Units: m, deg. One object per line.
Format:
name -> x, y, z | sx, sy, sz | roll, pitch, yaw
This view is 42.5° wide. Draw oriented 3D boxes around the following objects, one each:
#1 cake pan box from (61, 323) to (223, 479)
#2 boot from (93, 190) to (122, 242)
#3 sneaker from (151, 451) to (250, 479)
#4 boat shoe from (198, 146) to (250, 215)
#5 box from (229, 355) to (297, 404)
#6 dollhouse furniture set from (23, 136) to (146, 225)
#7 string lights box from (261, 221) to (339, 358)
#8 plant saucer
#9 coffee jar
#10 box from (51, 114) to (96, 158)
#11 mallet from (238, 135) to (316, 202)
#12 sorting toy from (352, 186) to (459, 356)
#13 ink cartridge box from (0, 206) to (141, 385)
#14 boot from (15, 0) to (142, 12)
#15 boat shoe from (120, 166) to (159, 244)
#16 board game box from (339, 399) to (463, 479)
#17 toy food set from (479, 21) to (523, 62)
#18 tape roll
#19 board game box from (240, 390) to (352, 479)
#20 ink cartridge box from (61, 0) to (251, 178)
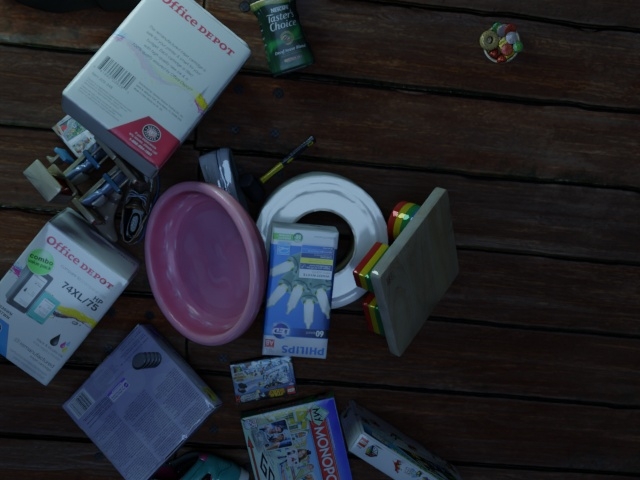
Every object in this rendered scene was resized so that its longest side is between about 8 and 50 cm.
cake pan box -> -0.381, 0.353, 1.747 | 0.245, 0.070, 0.267 | 44, 94, 12
boot -> -0.436, -0.066, 1.700 | 0.118, 0.042, 0.087 | 48, 111, 15
sneaker -> -0.311, 0.579, 1.799 | 0.178, 0.124, 0.296 | 39, 88, -14
boat shoe -> -0.199, -0.078, 1.722 | 0.075, 0.083, 0.227 | -12, 90, 10
box -> -0.125, 0.304, 1.813 | 0.136, 0.027, 0.094 | -9, 99, -2
dollhouse furniture set -> -0.445, -0.118, 1.583 | 0.129, 0.183, 0.129 | -42, 86, 4
string lights box -> -0.043, 0.099, 1.656 | 0.133, 0.077, 0.260 | 4, 100, -6
plant saucer -> -0.222, 0.042, 1.657 | 0.332, 0.084, 0.333 | 10, 106, 38
coffee jar -> -0.080, -0.431, 1.658 | 0.096, 0.079, 0.185 | -18, 101, -1
box -> -0.432, -0.252, 1.686 | 0.207, 0.036, 0.114 | -38, 101, 3
mallet -> -0.091, -0.160, 1.720 | 0.189, 0.039, 0.062 | -45, 136, 1
sorting toy -> 0.172, 0.056, 1.677 | 0.255, 0.089, 0.257 | -50, 143, -28
ink cartridge box -> -0.529, 0.105, 1.662 | 0.198, 0.197, 0.270 | 38, 95, -10
boot -> -0.496, -0.524, 1.619 | 0.305, 0.112, 0.115 | 3, 70, 0
boat shoe -> -0.375, -0.079, 1.706 | 0.066, 0.066, 0.183 | 9, 99, -5
board game box -> 0.185, 0.474, 1.783 | 0.305, 0.193, 0.053 | 35, 96, -9
toy food set -> 0.380, -0.414, 1.723 | 0.082, 0.020, 0.083 | -35, 100, 3
tape roll -> 0.000, 0.000, 1.732 | 0.286, 0.100, 0.287 | -1, 100, -4
board game box -> -0.041, 0.513, 1.849 | 0.213, 0.046, 0.318 | -13, 101, -1
ink cartridge box -> -0.315, -0.308, 1.590 | 0.226, 0.131, 0.306 | 39, 73, -10
